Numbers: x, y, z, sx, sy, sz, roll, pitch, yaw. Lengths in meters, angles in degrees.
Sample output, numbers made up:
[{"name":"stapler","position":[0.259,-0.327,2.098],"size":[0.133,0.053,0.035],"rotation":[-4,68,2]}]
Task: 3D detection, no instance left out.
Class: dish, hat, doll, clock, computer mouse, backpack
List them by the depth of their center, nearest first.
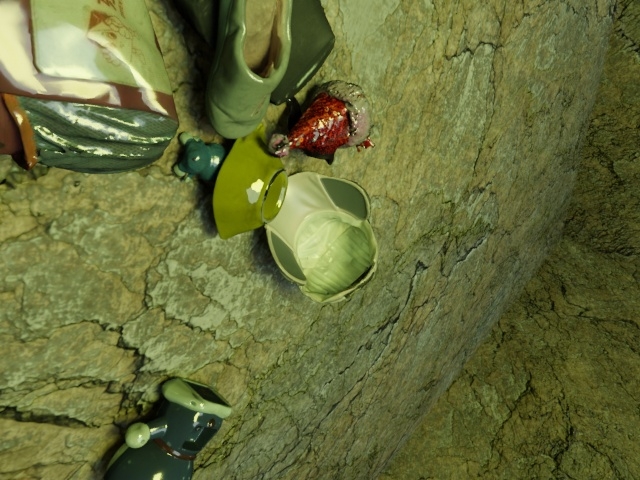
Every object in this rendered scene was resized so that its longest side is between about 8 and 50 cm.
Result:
[{"name":"backpack","position":[-0.300,-0.192,0.332],"size":[0.317,0.197,0.284],"rotation":[-9,80,-34]},{"name":"computer mouse","position":[-0.091,-0.326,0.583],"size":[0.168,0.087,0.295],"rotation":[-45,154,7]},{"name":"doll","position":[-0.183,-0.121,0.638],"size":[0.083,0.050,0.076],"rotation":[4,113,-50]},{"name":"dish","position":[-0.103,-0.089,0.681],"size":[0.149,0.080,0.208],"rotation":[1,109,-75]},{"name":"hat","position":[-0.006,-0.187,0.708],"size":[0.227,0.128,0.140],"rotation":[-39,127,-36]},{"name":"clock","position":[-0.289,0.387,0.756],"size":[0.243,0.146,0.200],"rotation":[-58,146,-16]},{"name":"hat","position":[-0.004,-0.005,0.835],"size":[0.232,0.161,0.275],"rotation":[-47,115,-14]}]

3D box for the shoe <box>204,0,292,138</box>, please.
[{"name":"shoe","position":[-0.086,-0.227,0.533],"size":[0.103,0.100,0.251],"rotation":[-23,149,-34]}]
